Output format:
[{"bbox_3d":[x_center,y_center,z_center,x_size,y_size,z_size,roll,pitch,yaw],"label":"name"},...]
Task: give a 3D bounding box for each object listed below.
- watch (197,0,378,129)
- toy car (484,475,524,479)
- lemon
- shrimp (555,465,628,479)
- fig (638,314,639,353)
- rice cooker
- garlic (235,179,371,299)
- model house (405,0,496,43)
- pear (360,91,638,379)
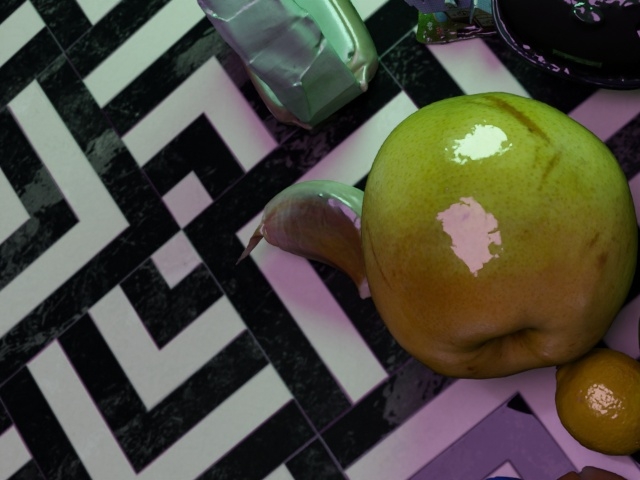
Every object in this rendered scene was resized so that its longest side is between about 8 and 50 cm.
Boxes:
[{"bbox_3d":[-0.062,-0.280,1.806,0.162,0.241,0.253,-35,65,10],"label":"watch"},{"bbox_3d":[0.229,0.338,1.544,0.103,0.063,0.216,-39,73,4],"label":"toy car"},{"bbox_3d":[0.306,0.171,1.599,0.133,0.109,0.109,34,92,13],"label":"lemon"},{"bbox_3d":[0.266,0.373,1.593,0.145,0.061,0.267,26,86,18],"label":"shrimp"},{"bbox_3d":[0.425,0.052,1.538,0.206,0.206,0.275,-3,61,23],"label":"fig"},{"bbox_3d":[0.313,-0.299,1.630,0.267,0.224,0.267,0,87,6],"label":"rice cooker"},{"bbox_3d":[-0.006,-0.011,1.801,0.198,0.090,0.128,13,95,22],"label":"garlic"},{"bbox_3d":[0.177,-0.307,1.792,0.167,0.088,0.117,-2,77,24],"label":"model house"},{"bbox_3d":[0.189,-0.008,1.600,0.314,0.314,0.314,-6,74,23],"label":"pear"}]
